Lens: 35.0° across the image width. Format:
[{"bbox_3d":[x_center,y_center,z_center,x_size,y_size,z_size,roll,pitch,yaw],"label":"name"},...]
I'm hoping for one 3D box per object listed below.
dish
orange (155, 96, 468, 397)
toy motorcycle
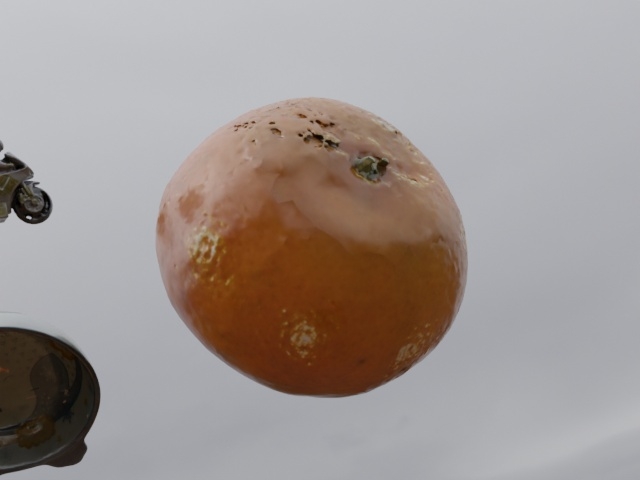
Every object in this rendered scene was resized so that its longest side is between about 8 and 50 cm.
[{"bbox_3d":[-0.350,0.147,1.066,0.228,0.086,0.236,-15,-53,-7],"label":"dish"},{"bbox_3d":[0.000,0.000,1.344,0.424,0.423,0.326,3,-45,-34],"label":"orange"},{"bbox_3d":[-0.551,-0.097,1.648,0.225,0.152,0.073,-2,-13,-28],"label":"toy motorcycle"}]
